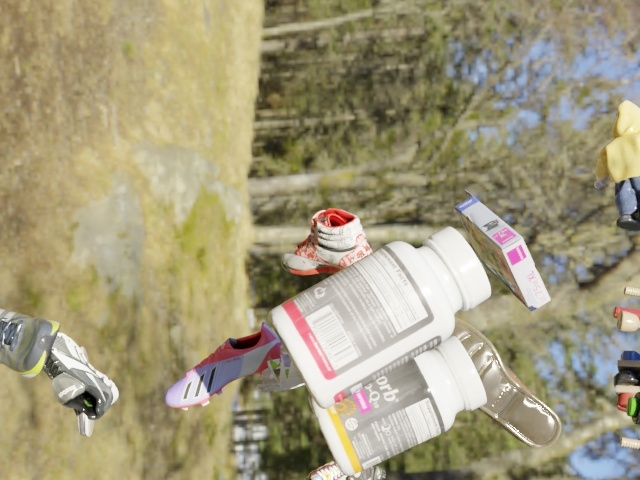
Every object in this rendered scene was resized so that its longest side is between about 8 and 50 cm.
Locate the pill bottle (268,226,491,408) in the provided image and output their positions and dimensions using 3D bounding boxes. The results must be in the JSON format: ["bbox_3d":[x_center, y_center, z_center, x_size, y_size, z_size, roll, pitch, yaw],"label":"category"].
[{"bbox_3d":[0.095,0.110,1.463,0.176,0.319,0.176,60,-6,11],"label":"pill bottle"}]

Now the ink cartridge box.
[{"bbox_3d":[0.402,0.017,2.164,0.185,0.065,0.311,60,0,-28],"label":"ink cartridge box"}]

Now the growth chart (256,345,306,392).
[{"bbox_3d":[-0.022,0.222,1.663,0.237,0.172,0.021,111,-28,-62],"label":"growth chart"}]

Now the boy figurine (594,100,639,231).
[{"bbox_3d":[0.673,-0.165,2.055,0.177,0.092,0.285,-23,-122,42],"label":"boy figurine"}]

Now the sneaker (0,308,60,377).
[{"bbox_3d":[-0.571,0.168,1.675,0.121,0.300,0.111,34,66,-41],"label":"sneaker"}]

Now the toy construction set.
[{"bbox_3d":[0.674,0.210,1.720,0.308,0.237,0.257,-74,171,-61],"label":"toy construction set"}]

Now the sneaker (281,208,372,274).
[{"bbox_3d":[0.001,-0.001,2.064,0.270,0.090,0.144,6,-58,47],"label":"sneaker"}]

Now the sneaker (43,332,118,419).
[{"bbox_3d":[-0.490,0.261,1.830,0.234,0.078,0.106,47,16,-18],"label":"sneaker"}]

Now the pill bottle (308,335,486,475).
[{"bbox_3d":[0.133,0.280,1.635,0.162,0.279,0.162,155,-90,-86],"label":"pill bottle"}]

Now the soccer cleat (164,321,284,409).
[{"bbox_3d":[-0.187,0.234,1.772,0.083,0.248,0.095,-100,166,-66],"label":"soccer cleat"}]

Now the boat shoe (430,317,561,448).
[{"bbox_3d":[0.309,0.269,1.767,0.307,0.111,0.104,48,-4,4],"label":"boat shoe"}]

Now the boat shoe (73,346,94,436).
[{"bbox_3d":[-0.552,0.344,2.136,0.075,0.065,0.206,97,-17,-71],"label":"boat shoe"}]

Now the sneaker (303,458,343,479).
[{"bbox_3d":[0.026,0.556,2.233,0.084,0.185,0.069,-5,58,-52],"label":"sneaker"}]

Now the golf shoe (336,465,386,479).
[{"bbox_3d":[0.061,0.474,1.703,0.077,0.094,0.198,-53,-166,25],"label":"golf shoe"}]
